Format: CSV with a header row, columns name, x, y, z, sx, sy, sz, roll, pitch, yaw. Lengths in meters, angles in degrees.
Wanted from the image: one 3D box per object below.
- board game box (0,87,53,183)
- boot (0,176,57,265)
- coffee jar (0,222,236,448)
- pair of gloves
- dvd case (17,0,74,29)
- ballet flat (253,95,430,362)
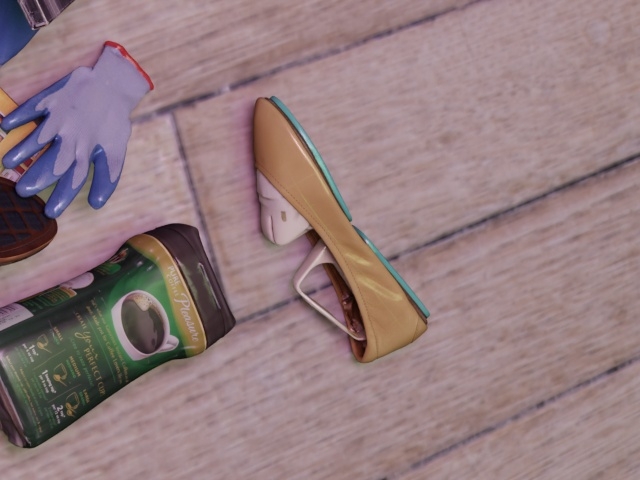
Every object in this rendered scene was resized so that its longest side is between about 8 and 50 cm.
name,x,y,z,sx,sy,sz,roll,pitch,yaw
board game box,-0.307,-0.026,1.218,0.243,0.042,0.165,-50,117,-16
boot,-0.272,0.017,1.187,0.219,0.106,0.082,-11,61,-51
coffee jar,-0.153,0.062,1.298,0.184,0.079,0.096,-28,107,-24
pair of gloves,-0.194,-0.118,1.251,0.198,0.023,0.159,50,43,-23
dvd case,-0.176,-0.249,1.203,0.165,0.018,0.221,66,25,-20
ballet flat,0.000,0.000,1.385,0.073,0.080,0.232,-37,112,-5
